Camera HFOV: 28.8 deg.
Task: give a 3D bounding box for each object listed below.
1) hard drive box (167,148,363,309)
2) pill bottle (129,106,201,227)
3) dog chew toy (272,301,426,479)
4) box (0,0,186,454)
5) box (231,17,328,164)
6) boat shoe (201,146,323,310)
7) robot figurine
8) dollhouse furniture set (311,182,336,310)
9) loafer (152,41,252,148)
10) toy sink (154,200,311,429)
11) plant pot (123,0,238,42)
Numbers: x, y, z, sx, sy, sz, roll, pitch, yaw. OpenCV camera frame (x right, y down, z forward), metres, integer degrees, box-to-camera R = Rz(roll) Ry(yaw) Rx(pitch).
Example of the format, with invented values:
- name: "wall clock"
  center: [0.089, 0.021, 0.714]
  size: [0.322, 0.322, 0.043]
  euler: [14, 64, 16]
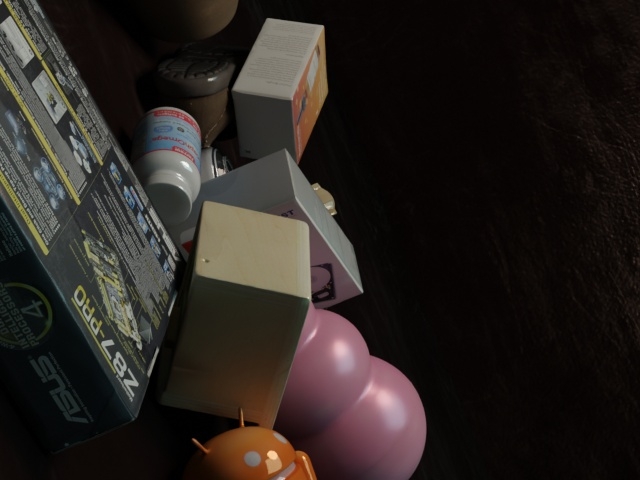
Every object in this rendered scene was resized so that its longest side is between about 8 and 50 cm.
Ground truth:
- name: "hard drive box"
  center: [-0.073, 0.009, 1.621]
  size: [0.232, 0.181, 0.089]
  euler: [53, 19, -48]
- name: "pill bottle"
  center: [-0.188, -0.087, 1.508]
  size: [0.160, 0.087, 0.087]
  euler: [-98, 161, -54]
- name: "dog chew toy"
  center: [-0.012, 0.181, 1.562]
  size: [0.332, 0.206, 0.207]
  euler: [54, 15, -21]
- name: "box"
  center: [-0.261, -0.060, 1.097]
  size: [0.318, 0.097, 0.395]
  euler: [-91, 156, -67]
- name: "box"
  center: [-0.056, -0.216, 1.805]
  size: [0.130, 0.091, 0.170]
  euler: [86, 18, -48]
- name: "boat shoe"
  center: [-0.084, -0.006, 1.798]
  size: [0.108, 0.102, 0.301]
  euler: [-60, 127, -76]
- name: "robot figurine"
  center: [-0.064, 0.285, 1.264]
  size: [0.128, 0.158, 0.219]
  euler: [172, -105, -79]
- name: "dollhouse furniture set"
  center: [0.000, 0.000, 1.873]
  size: [0.161, 0.101, 0.182]
  euler: [57, -30, 14]
- name: "loafer"
  center: [-0.166, -0.214, 1.841]
  size: [0.366, 0.133, 0.130]
  euler: [-48, 144, -69]
- name: "toy sink"
  center: [-0.101, 0.101, 1.344]
  size: [0.153, 0.131, 0.234]
  euler: [-92, -164, -58]
- name: "plant pot"
  center: [-0.205, -0.404, 1.742]
  size: [0.229, 0.263, 0.263]
  euler: [83, -6, -51]
